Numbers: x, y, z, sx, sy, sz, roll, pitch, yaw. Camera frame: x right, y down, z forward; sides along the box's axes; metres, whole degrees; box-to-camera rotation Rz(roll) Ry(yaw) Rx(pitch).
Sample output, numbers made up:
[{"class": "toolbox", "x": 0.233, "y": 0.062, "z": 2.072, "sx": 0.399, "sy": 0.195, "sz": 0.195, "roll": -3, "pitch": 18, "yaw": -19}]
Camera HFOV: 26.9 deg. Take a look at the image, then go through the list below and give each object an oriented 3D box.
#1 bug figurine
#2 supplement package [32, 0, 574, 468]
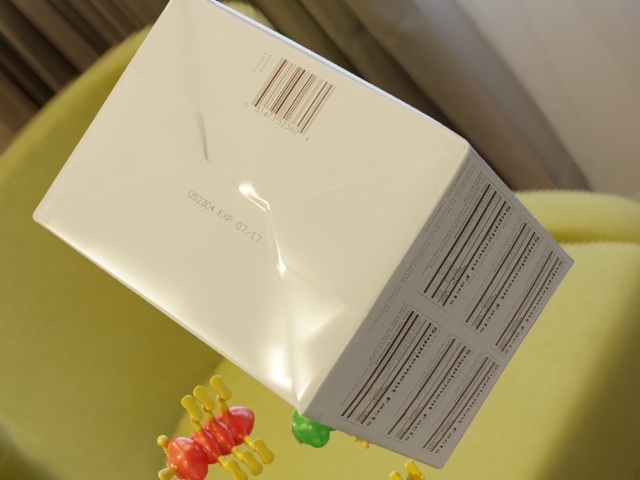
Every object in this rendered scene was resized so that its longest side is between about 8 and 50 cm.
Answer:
[{"class": "bug figurine", "x": -0.003, "y": 0.229, "z": 1.165, "sx": 0.216, "sy": 0.279, "sz": 0.072, "roll": -30, "pitch": -7, "yaw": -25}, {"class": "supplement package", "x": 0.000, "y": 0.000, "z": 0.726, "sx": 0.194, "sy": 0.203, "sz": 0.149, "roll": 33, "pitch": 89, "yaw": 29}]
